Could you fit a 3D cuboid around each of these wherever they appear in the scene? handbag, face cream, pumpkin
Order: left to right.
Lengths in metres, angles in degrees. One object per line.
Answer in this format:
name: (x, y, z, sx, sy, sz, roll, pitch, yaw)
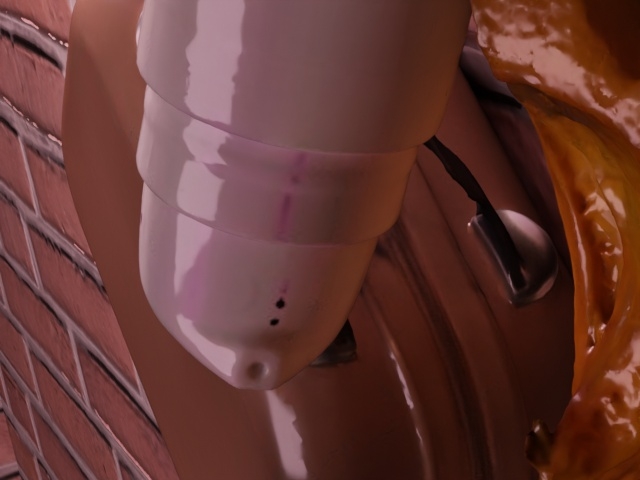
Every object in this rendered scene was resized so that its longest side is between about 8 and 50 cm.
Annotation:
handbag: (0.000, 0.000, 0.747, 0.283, 0.149, 0.302, 101, 149, -59)
face cream: (0.009, -0.123, 0.531, 0.102, 0.102, 0.345, 51, 134, 50)
pumpkin: (0.126, 0.038, 0.518, 0.149, 0.130, 0.254, 10, -107, -63)
